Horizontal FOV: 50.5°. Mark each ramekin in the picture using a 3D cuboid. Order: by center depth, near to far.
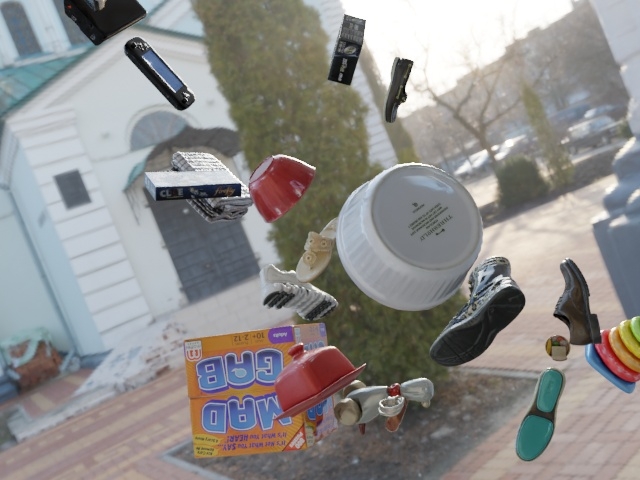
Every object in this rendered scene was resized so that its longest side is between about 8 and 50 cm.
[{"bbox_3d":[0.171,-0.018,1.247,0.273,0.272,0.127,-23,-16,-23],"label":"ramekin"}]

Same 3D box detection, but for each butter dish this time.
[{"bbox_3d":[-0.022,0.253,1.299,0.160,0.118,0.160,-19,-14,-48],"label":"butter dish"}]

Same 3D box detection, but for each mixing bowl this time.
[{"bbox_3d":[-0.109,-0.141,1.644,0.181,0.098,0.181,-40,23,21],"label":"mixing bowl"}]

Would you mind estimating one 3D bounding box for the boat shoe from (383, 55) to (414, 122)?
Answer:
[{"bbox_3d":[0.265,-0.505,2.308,0.069,0.227,0.081,15,23,15],"label":"boat shoe"}]

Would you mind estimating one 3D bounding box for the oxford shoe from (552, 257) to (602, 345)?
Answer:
[{"bbox_3d":[0.616,0.149,1.673,0.096,0.227,0.083,-12,-29,14],"label":"oxford shoe"}]

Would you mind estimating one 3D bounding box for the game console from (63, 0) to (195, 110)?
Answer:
[{"bbox_3d":[-0.425,-0.459,1.589,0.044,0.361,0.213,-32,20,31],"label":"game console"}]

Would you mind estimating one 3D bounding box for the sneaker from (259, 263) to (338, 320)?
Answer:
[{"bbox_3d":[-0.059,0.145,1.927,0.110,0.118,0.292,-40,-39,21],"label":"sneaker"}]

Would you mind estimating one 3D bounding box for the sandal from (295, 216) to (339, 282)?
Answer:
[{"bbox_3d":[-0.005,-0.001,1.754,0.088,0.079,0.240,6,45,37],"label":"sandal"}]

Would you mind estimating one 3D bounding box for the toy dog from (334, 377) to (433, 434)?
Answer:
[{"bbox_3d":[0.202,0.538,2.159,0.334,0.160,0.220,-9,18,46],"label":"toy dog"}]

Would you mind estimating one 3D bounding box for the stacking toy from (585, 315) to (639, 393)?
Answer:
[{"bbox_3d":[0.869,0.252,1.804,0.301,0.166,0.175,-53,0,37],"label":"stacking toy"}]

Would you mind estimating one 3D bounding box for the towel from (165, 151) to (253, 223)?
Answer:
[{"bbox_3d":[-0.364,-0.166,2.218,0.121,0.235,0.284,-47,-9,18],"label":"towel"}]

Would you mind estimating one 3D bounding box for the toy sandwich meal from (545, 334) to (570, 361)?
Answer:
[{"bbox_3d":[0.758,0.344,2.168,0.086,0.085,0.029,-22,-13,12],"label":"toy sandwich meal"}]

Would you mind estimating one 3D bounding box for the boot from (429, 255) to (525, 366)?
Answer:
[{"bbox_3d":[0.324,0.146,1.422,0.236,0.085,0.178,-47,10,24],"label":"boot"}]

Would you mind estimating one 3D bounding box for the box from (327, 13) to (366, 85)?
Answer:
[{"bbox_3d":[0.084,-0.597,2.122,0.180,0.078,0.147,-81,6,-48],"label":"box"}]

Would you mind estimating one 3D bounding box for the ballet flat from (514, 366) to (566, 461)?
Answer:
[{"bbox_3d":[0.561,0.442,1.728,0.248,0.086,0.086,-65,7,-5],"label":"ballet flat"}]

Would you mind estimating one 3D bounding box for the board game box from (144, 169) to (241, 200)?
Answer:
[{"bbox_3d":[-0.368,-0.161,1.949,0.244,0.042,0.165,-5,21,-24],"label":"board game box"}]

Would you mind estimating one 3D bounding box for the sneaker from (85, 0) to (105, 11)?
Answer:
[{"bbox_3d":[-0.416,-0.586,1.327,0.178,0.123,0.295,-39,-5,-18],"label":"sneaker"}]

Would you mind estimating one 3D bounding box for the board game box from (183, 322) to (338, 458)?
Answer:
[{"bbox_3d":[-0.179,0.460,2.145,0.357,0.356,0.356,-9,-8,15],"label":"board game box"}]
